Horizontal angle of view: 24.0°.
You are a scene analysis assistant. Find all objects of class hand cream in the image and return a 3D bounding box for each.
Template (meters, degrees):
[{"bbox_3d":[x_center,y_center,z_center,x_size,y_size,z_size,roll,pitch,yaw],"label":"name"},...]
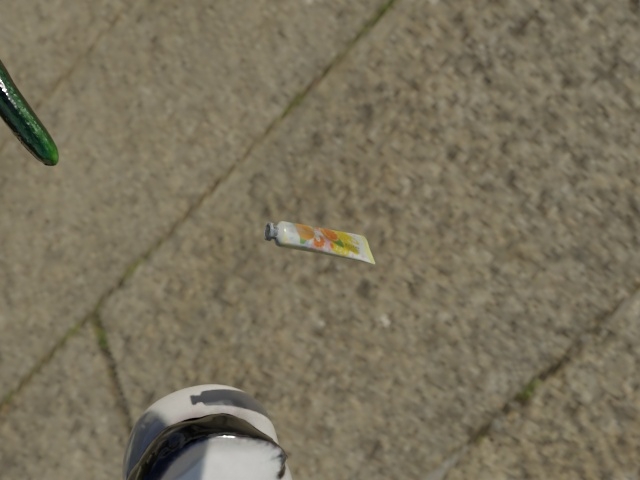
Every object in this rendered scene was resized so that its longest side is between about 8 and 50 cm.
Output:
[{"bbox_3d":[0.000,0.000,1.301,0.022,0.102,0.035,-63,29,33],"label":"hand cream"}]

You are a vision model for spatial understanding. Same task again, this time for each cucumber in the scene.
[{"bbox_3d":[-0.321,-0.151,1.518,0.033,0.184,0.036,-33,-3,-10],"label":"cucumber"}]

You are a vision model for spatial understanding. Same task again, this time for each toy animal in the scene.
[{"bbox_3d":[-0.111,0.240,1.467,0.235,0.165,0.187,-128,37,-81],"label":"toy animal"}]
